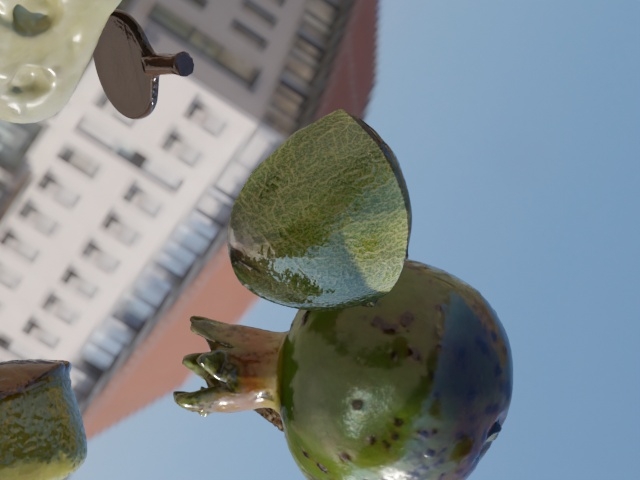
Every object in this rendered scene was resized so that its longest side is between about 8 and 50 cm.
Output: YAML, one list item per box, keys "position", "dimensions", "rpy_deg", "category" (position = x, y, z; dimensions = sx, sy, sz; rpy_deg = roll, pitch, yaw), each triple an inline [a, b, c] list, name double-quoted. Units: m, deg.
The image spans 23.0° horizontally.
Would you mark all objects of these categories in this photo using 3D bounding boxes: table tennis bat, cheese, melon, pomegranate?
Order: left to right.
- position: [-0.267, -0.225, 1.423]
  dimensions: [0.251, 0.173, 0.248]
  rpy_deg: [-26, 147, -18]
  category: "cheese"
- position: [-0.210, -0.150, 1.448]
  dimensions: [0.119, 0.107, 0.170]
  rpy_deg: [-21, -164, -32]
  category: "table tennis bat"
- position: [0.000, 0.000, 1.131]
  dimensions: [0.079, 0.128, 0.160]
  rpy_deg: [40, -42, 44]
  category: "melon"
- position: [0.029, 0.111, 1.377]
  dimensions: [0.231, 0.286, 0.231]
  rpy_deg: [-156, -90, -80]
  category: "pomegranate"

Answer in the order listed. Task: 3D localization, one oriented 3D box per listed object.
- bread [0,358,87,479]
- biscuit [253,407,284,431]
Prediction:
- position: [-0.371, 0.211, 1.614]
  dimensions: [0.270, 0.148, 0.270]
  rpy_deg: [-20, 175, -2]
  category: "bread"
- position: [-0.031, 0.162, 1.587]
  dimensions: [0.199, 0.034, 0.064]
  rpy_deg: [32, -64, 48]
  category: "biscuit"
